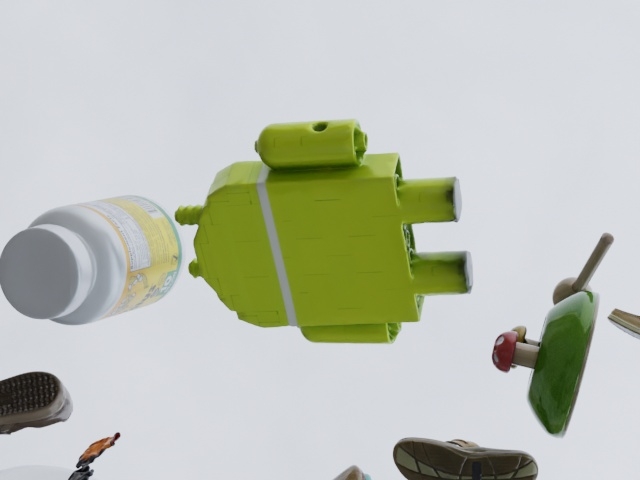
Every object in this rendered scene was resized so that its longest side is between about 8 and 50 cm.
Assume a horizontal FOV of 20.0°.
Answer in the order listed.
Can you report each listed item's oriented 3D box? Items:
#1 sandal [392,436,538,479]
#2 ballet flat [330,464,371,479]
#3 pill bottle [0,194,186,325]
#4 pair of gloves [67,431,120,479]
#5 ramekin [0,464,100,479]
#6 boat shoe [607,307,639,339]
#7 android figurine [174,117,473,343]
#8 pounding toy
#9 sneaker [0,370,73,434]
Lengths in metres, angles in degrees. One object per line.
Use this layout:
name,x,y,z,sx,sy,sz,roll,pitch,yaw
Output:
sandal,0.178,0.272,2.237,0.049,0.180,0.072,-87,-179,-64
ballet flat,-0.039,0.392,1.990,0.116,0.124,0.342,-87,-170,-64
pill bottle,-0.225,0.020,1.772,0.118,0.208,0.117,2,-84,20
pair of gloves,-0.254,0.242,1.950,0.010,0.083,0.074,46,-45,-14
ramekin,-0.312,0.383,2.032,0.277,0.277,0.135,52,-45,31
boat shoe,0.435,0.111,2.314,0.135,0.045,0.050,22,-7,16
android figurine,0.000,0.000,1.671,0.056,0.273,0.248,-72,154,-51
pounding toy,0.269,0.116,2.197,0.110,0.236,0.183,14,-28,5
sneaker,-0.339,0.174,1.801,0.071,0.188,0.066,72,16,-60
